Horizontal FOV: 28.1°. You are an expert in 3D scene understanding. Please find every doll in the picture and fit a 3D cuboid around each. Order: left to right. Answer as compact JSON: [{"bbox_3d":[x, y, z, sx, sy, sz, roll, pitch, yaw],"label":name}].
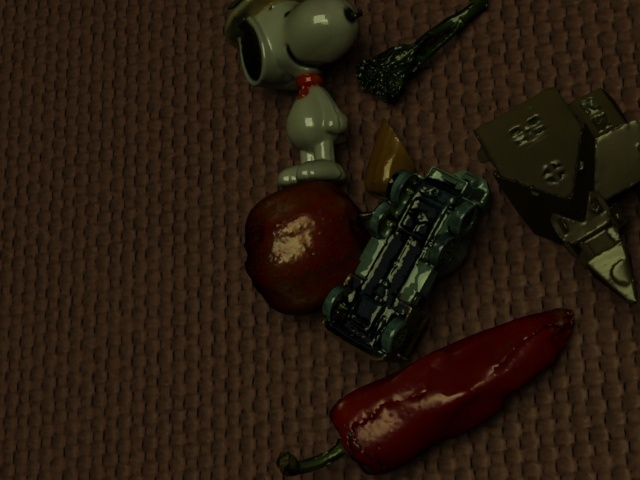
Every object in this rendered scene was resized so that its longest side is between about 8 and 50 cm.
[{"bbox_3d":[-0.042,-0.205,1.675,0.208,0.144,0.271,12,97,47],"label":"doll"}]

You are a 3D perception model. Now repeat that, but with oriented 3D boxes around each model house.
[{"bbox_3d":[0.314,-0.038,1.443,0.176,0.181,0.248,-31,59,10],"label":"model house"}]

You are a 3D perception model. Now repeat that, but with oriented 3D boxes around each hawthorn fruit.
[{"bbox_3d":[0.000,0.000,1.580,0.194,0.157,0.157,-24,66,9],"label":"hawthorn fruit"}]

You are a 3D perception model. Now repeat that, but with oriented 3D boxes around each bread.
[{"bbox_3d":[0.094,-0.104,1.633,0.062,0.049,0.103,13,80,25],"label":"bread"}]

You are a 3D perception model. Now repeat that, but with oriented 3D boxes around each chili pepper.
[{"bbox_3d":[0.129,0.183,1.498,0.388,0.110,0.110,-30,64,6],"label":"chili pepper"}]

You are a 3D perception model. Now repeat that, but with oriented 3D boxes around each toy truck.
[{"bbox_3d":[0.116,0.025,1.536,0.108,0.140,0.256,28,89,27],"label":"toy truck"}]

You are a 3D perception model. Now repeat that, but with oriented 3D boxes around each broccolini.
[{"bbox_3d":[0.140,-0.250,1.675,0.201,0.058,0.074,-32,78,-7],"label":"broccolini"}]
